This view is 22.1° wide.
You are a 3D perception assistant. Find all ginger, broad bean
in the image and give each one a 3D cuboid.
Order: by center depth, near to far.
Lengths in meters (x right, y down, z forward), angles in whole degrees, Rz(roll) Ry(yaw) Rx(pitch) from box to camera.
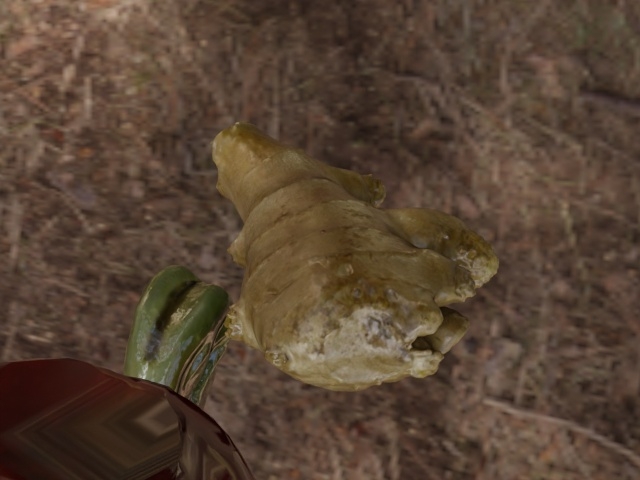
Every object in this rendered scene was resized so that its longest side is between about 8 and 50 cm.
[{"bbox_3d":[0.023,-0.010,1.459,0.236,0.375,0.166,-20,136,7],"label":"ginger"},{"bbox_3d":[-0.135,0.127,1.478,0.153,0.072,0.207,-35,141,-56],"label":"broad bean"}]

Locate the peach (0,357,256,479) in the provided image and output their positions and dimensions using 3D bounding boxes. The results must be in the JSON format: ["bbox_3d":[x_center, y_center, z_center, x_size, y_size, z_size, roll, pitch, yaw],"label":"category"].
[{"bbox_3d":[-0.170,0.242,0.839,0.388,0.388,0.388,-4,96,-37],"label":"peach"}]
